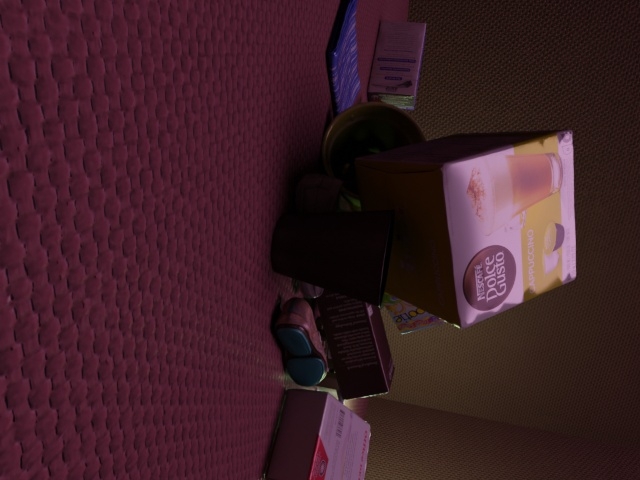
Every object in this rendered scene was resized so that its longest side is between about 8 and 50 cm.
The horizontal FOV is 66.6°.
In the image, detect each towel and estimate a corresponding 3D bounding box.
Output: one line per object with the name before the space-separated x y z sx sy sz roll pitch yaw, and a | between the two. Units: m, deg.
towel | 0.075 -0.472 1.367 0.336 0.040 0.243 76 26 -60

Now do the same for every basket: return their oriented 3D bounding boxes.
basket | 0.026 0.019 1.002 0.154 0.227 0.204 67 34 -67

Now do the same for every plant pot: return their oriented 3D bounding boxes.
plant pot | 0.138 -0.209 1.380 0.254 0.276 0.276 96 4 -79

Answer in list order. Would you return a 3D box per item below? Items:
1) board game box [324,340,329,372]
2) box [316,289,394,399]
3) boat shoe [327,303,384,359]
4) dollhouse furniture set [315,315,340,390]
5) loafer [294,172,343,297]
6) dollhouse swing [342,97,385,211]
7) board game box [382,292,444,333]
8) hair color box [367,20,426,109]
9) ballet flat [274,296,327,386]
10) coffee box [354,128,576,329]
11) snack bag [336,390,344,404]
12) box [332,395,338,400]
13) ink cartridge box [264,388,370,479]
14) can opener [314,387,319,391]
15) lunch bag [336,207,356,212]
board game box | 0.018 0.381 1.657 0.103 0.026 0.154 45 54 -74
box | 0.091 0.219 1.351 0.191 0.143 0.381 -23 100 -76
boat shoe | 0.121 0.292 1.598 0.118 0.103 0.320 -3 122 -62
dollhouse furniture set | 0.032 0.336 1.463 0.151 0.123 0.144 -59 154 -61
loafer | 0.000 0.000 1.139 0.112 0.112 0.319 -62 157 -57
dollhouse swing | 0.178 -0.250 1.744 0.315 0.305 0.346 55 -8 50
board game box | 0.253 0.130 1.442 0.275 0.144 0.142 57 23 -37
hair color box | 0.305 -0.698 1.934 0.110 0.185 0.338 67 33 -69
ballet flat | -0.036 0.240 1.159 0.316 0.108 0.106 85 10 -50
coffee box | 0.316 -0.052 1.104 0.338 0.335 0.337 23 -53 63
snack bag | 0.095 0.423 1.839 0.323 0.037 0.342 -142 -120 -87
box | 0.039 0.722 1.979 0.201 0.021 0.164 70 30 -66
ink cartridge box | 0.007 0.547 1.270 0.306 0.131 0.226 54 41 -46
can opener | -0.032 0.548 1.407 0.280 0.093 0.074 -59 155 -50
lunch bag | 0.080 0.012 1.576 0.219 0.090 0.176 69 33 -63
